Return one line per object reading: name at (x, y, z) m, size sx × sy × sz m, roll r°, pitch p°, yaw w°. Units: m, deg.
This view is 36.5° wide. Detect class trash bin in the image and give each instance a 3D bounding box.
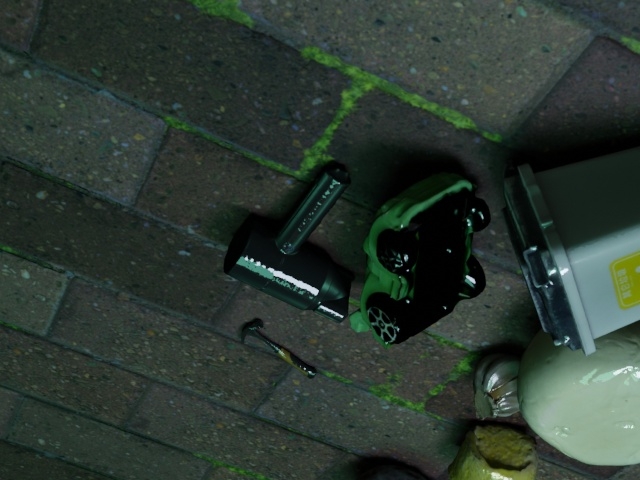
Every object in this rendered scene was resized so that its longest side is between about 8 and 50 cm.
trash bin at (0.487, -0.028, 1.530) m, size 0.367 × 0.296 × 0.256 m, roll -20°, pitch 129°, yaw 11°

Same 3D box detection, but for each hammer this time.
hammer at (-0.088, 0.237, 2.056) m, size 0.078 × 0.021 × 0.201 m, roll -31°, pitch 122°, yaw 35°

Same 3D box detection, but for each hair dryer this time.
hair dryer at (0.000, 0.000, 1.745) m, size 0.244 × 0.116 × 0.302 m, roll 25°, pitch 128°, yaw -19°

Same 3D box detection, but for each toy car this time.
toy car at (0.158, 0.040, 1.685) m, size 0.176 × 0.213 × 0.359 m, roll 38°, pitch 145°, yaw 37°

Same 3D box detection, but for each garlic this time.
garlic at (0.396, 0.281, 1.958) m, size 0.194 × 0.127 × 0.131 m, roll -16°, pitch 156°, yaw -9°

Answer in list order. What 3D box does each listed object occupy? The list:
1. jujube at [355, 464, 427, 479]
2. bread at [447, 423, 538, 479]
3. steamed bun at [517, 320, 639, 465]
jujube at (0.195, 0.662, 2.311) m, size 0.246 × 0.215 × 0.308 m, roll 6°, pitch 146°, yaw 39°
bread at (0.381, 0.499, 2.137) m, size 0.197 × 0.197 × 0.171 m, roll 8°, pitch 125°, yaw 2°
steamed bun at (0.529, 0.242, 1.794) m, size 0.312 × 0.233 × 0.334 m, roll 38°, pitch 126°, yaw -24°
